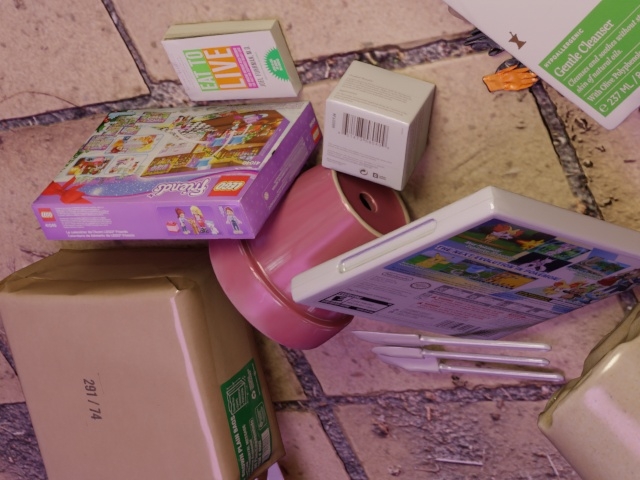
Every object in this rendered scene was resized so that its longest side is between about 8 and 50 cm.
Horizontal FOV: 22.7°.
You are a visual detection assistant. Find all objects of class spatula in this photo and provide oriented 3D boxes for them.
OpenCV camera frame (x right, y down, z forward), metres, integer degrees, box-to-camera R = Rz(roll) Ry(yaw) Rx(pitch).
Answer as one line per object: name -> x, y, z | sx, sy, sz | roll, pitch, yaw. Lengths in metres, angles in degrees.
spatula -> 0.174, 0.140, 1.960 | 0.242, 0.019, 0.168 | 2, 158, 18

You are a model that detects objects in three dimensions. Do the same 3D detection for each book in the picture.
book -> -0.101, -0.208, 1.849 | 0.144, 0.035, 0.096 | -1, 131, 28

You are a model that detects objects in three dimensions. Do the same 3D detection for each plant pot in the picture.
plant pot -> 0.424, 0.224, 1.765 | 0.305, 0.334, 0.334 | 43, 136, 6
plant pot -> 0.000, 0.000, 1.872 | 0.201, 0.201, 0.180 | 44, 119, -12

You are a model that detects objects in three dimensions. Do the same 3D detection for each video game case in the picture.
video game case -> 0.186, 0.035, 1.761 | 0.329, 0.036, 0.300 | 15, 151, -41

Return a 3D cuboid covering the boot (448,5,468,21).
boot -> 0.152, -0.269, 1.645 | 0.118, 0.042, 0.087 | 30, 138, 3

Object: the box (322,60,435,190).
box -> 0.064, -0.129, 1.782 | 0.101, 0.087, 0.102 | 18, 135, 14

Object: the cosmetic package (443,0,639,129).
cosmetic package -> 0.208, -0.303, 1.504 | 0.366, 0.155, 0.197 | 35, 138, -5

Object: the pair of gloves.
pair of gloves -> 0.197, -0.196, 1.706 | 0.074, 0.010, 0.083 | -10, 122, 35

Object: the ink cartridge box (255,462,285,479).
ink cartridge box -> -0.154, 0.296, 2.299 | 0.239, 0.060, 0.275 | -1, 127, 28

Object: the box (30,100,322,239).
box -> -0.168, -0.082, 1.872 | 0.293, 0.201, 0.057 | 0, 127, 29

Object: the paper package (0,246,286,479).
paper package -> -0.236, 0.180, 2.113 | 0.310, 0.168, 0.324 | -1, 111, 30
